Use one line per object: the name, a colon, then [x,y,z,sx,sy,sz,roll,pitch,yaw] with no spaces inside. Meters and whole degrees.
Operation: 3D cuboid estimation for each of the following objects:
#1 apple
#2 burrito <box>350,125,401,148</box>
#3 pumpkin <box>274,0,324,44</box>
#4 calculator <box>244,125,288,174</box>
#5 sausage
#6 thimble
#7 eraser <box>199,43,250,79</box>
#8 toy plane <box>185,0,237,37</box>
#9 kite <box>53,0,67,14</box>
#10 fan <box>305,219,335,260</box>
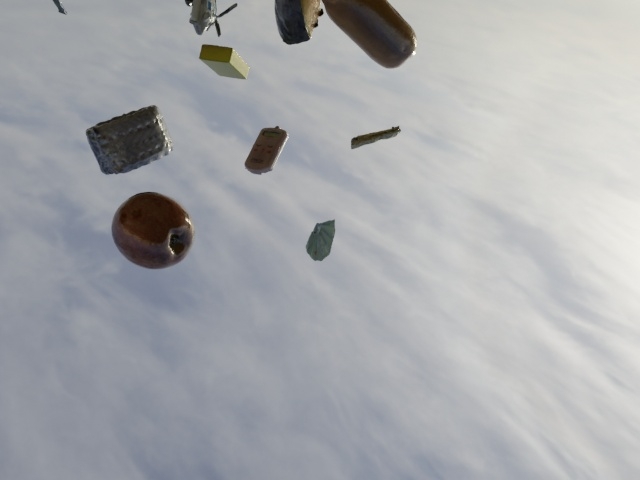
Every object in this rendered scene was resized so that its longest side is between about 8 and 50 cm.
apple: [-0.403,-0.022,1.374,0.174,0.188,0.188,23,-151,31]
burrito: [0.194,-0.363,1.986,0.186,0.041,0.045,-13,-162,6]
pumpkin: [-0.060,-0.671,1.425,0.169,0.312,0.148,18,168,35]
calculator: [-0.163,-0.275,1.708,0.100,0.032,0.175,13,-110,30]
sausage: [0.091,-0.481,1.202,0.328,0.112,0.112,25,-165,-46]
thimble: [-0.585,-0.310,1.741,0.217,0.157,0.245,-2,-154,39]
eraser: [-0.266,-0.498,1.577,0.097,0.045,0.122,12,177,18]
toy plane: [-0.342,-0.760,1.731,0.182,0.273,0.107,22,-176,32]
kite: [-0.463,-0.452,0.884,0.229,0.250,0.012,28,-108,20]
fan: [0.000,0.000,1.883,0.009,0.240,0.131,-4,-111,-28]
